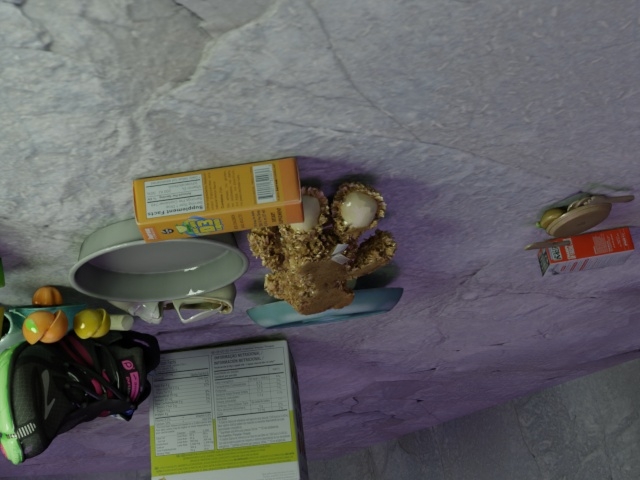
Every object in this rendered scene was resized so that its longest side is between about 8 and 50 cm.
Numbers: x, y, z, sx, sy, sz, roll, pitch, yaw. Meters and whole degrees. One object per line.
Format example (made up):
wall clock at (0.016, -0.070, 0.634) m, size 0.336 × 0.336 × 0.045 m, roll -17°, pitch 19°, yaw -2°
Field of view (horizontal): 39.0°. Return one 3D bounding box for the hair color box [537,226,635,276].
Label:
hair color box at (0.524, 0.024, 1.793) m, size 0.167 × 0.053 × 0.093 m, roll -10°, pitch 160°, yaw 1°

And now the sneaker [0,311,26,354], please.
sneaker at (-0.649, 0.191, 1.688) m, size 0.256 × 0.094 × 0.151 m, roll -23°, pitch 163°, yaw 10°

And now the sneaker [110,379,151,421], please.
sneaker at (-0.498, 0.321, 1.973) m, size 0.315 × 0.127 × 0.182 m, roll 2°, pitch -177°, yaw -44°

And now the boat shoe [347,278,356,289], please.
boat shoe at (0.004, 0.085, 1.760) m, size 0.133 × 0.049 × 0.042 m, roll -10°, pitch -172°, yaw -17°

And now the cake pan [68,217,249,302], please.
cake pan at (-0.265, 0.032, 1.489) m, size 0.293 × 0.054 × 0.293 m, roll -8°, pitch 159°, yaw -3°

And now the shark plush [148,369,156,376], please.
shark plush at (-0.408, 0.255, 1.993) m, size 0.073 × 0.067 × 0.161 m, roll -12°, pitch 159°, yaw 8°

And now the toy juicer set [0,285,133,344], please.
toy juicer set at (-0.445, 0.124, 1.585) m, size 0.209 × 0.089 × 0.329 m, roll -3°, pitch 179°, yaw 20°

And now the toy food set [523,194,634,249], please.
toy food set at (0.457, -0.046, 1.620) m, size 0.132 × 0.038 × 0.192 m, roll -4°, pitch 155°, yaw -33°

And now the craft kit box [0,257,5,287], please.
craft kit box at (-0.644, 0.063, 1.343) m, size 0.250 × 0.061 × 0.246 m, roll -13°, pitch 174°, yaw 7°

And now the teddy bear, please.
teddy bear at (0.000, 0.000, 1.476) m, size 0.245 × 0.113 × 0.338 m, roll -17°, pitch 151°, yaw 3°

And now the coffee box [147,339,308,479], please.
coffee box at (-0.217, 0.451, 2.207) m, size 0.338 × 0.334 × 0.337 m, roll -7°, pitch 160°, yaw 0°

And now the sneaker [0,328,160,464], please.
sneaker at (-0.425, 0.244, 1.621) m, size 0.202 × 0.185 × 0.483 m, roll -6°, pitch -168°, yaw 11°

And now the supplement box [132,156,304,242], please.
supplement box at (-0.143, -0.056, 1.280) m, size 0.233 × 0.080 × 0.078 m, roll -6°, pitch 157°, yaw 0°

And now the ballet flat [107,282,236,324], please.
ballet flat at (-0.276, 0.114, 1.662) m, size 0.248 × 0.086 × 0.086 m, roll -4°, pitch 159°, yaw -12°

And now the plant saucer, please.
plant saucer at (0.011, 0.138, 1.803) m, size 0.317 × 0.044 × 0.317 m, roll -7°, pitch 172°, yaw -1°
